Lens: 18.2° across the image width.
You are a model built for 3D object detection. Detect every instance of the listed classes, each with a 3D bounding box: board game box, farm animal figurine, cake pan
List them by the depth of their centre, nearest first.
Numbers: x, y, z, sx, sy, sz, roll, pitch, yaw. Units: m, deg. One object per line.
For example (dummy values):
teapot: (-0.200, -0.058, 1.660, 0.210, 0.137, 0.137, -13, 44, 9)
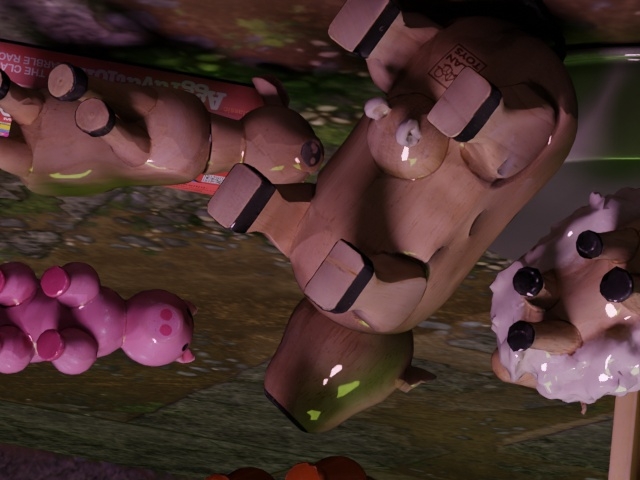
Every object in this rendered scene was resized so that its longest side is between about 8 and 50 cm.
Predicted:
farm animal figurine: (0.000, 0.000, 0.979, 0.326, 0.330, 0.172, -38, 156, 17)
cake pan: (0.197, -0.029, 1.091, 0.293, 0.054, 0.293, 6, 165, 2)
board game box: (-0.180, -0.078, 1.140, 0.281, 0.027, 0.145, 10, 163, -8)

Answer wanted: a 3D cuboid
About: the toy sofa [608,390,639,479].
toy sofa: (0.397, 0.148, 1.459, 0.362, 0.150, 0.177, 3, 163, 17)
